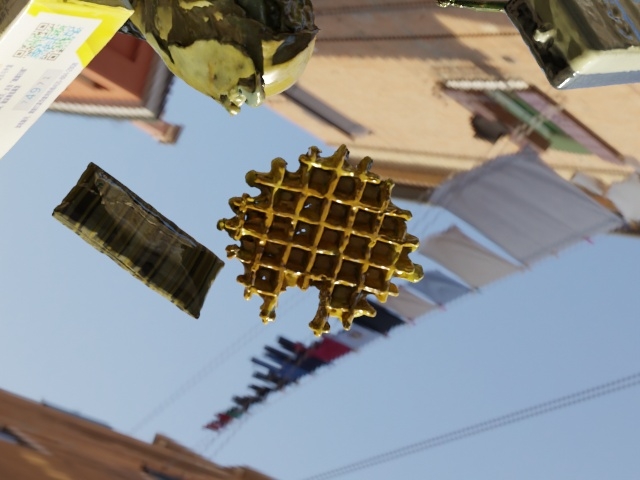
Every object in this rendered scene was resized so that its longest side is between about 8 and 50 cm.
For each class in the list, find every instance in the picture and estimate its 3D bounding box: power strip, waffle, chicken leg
[{"bbox_3d":[0.285,-0.207,1.062,0.070,0.256,0.105,-45,-112,41],"label":"power strip"},{"bbox_3d":[0.000,0.000,1.332,0.228,0.232,0.051,-26,-165,4],"label":"waffle"},{"bbox_3d":[-0.175,-0.257,1.234,0.429,0.152,0.202,15,-81,36],"label":"chicken leg"}]

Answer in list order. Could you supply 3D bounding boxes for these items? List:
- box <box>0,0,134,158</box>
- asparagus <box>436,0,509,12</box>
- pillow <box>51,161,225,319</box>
[{"bbox_3d":[-0.287,-0.164,0.853,0.265,0.097,0.168,-36,-105,32],"label":"box"},{"bbox_3d":[0.203,-0.287,1.330,0.127,0.018,0.015,5,-143,11],"label":"asparagus"},{"bbox_3d":[-0.206,0.000,1.264,0.038,0.203,0.113,-42,-165,36],"label":"pillow"}]
